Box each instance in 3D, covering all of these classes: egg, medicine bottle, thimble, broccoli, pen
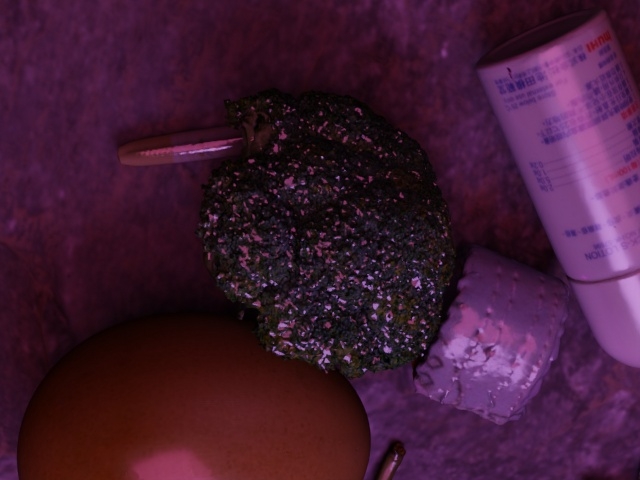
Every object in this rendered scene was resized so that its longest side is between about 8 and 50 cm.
[{"bbox_3d":[-0.113,0.191,1.146,0.323,0.250,0.250,0,104,-8],"label":"egg"},{"bbox_3d":[0.269,-0.037,1.166,0.130,0.130,0.340,-26,103,4],"label":"medicine bottle"},{"bbox_3d":[0.162,0.090,1.194,0.118,0.127,0.151,22,113,-5],"label":"thimble"},{"bbox_3d":[0.000,0.000,1.120,0.242,0.269,0.261,-15,66,35],"label":"broccoli"},{"bbox_3d":[-0.077,-0.092,1.191,0.234,0.032,0.040,-8,111,1],"label":"pen"}]

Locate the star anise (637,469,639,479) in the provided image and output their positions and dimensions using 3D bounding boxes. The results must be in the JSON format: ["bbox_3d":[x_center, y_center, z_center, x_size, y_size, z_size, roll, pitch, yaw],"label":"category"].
[{"bbox_3d":[0.377,0.311,1.283,0.236,0.093,0.229,-40,97,3],"label":"star anise"}]

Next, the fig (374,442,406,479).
[{"bbox_3d":[0.080,0.333,1.265,0.149,0.149,0.245,-14,84,1],"label":"fig"}]
